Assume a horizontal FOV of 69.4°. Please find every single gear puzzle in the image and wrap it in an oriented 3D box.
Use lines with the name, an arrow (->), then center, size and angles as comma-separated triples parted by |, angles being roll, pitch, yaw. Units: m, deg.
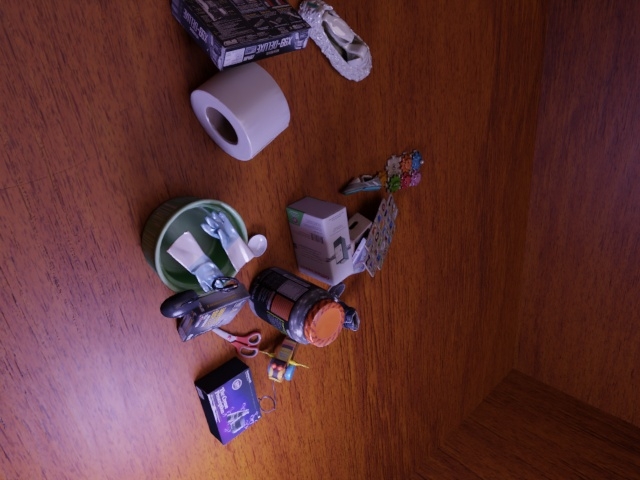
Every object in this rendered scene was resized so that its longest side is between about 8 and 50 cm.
gear puzzle -> 0.363, -0.307, 2.108 | 0.339, 0.044, 0.175 | -20, 119, -38

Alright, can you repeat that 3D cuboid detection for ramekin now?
ramekin -> -0.391, 0.008, 1.420 | 0.304, 0.148, 0.303 | -18, 117, -39

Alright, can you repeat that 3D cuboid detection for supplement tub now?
supplement tub -> -0.088, 0.239, 1.666 | 0.207, 0.338, 0.207 | -19, 118, -39

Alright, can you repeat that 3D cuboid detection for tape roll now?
tape roll -> -0.233, -0.382, 1.358 | 0.169, 0.246, 0.246 | -48, 132, -22

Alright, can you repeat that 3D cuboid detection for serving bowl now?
serving bowl -> -0.234, 0.016, 1.662 | 0.083, 0.027, 0.083 | -18, 117, -40

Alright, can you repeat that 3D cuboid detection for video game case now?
video game case -> 0.189, 0.065, 2.018 | 0.201, 0.023, 0.183 | -6, 127, -62

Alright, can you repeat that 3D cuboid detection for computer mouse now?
computer mouse -> -0.349, 0.164, 1.357 | 0.242, 0.041, 0.071 | -23, 104, -24

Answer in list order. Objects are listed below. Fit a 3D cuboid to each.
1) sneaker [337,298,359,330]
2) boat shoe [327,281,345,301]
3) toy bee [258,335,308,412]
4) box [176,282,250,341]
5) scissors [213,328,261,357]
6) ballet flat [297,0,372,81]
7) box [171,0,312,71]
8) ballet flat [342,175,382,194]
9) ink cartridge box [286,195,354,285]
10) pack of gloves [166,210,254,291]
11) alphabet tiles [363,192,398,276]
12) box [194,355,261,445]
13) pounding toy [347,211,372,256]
sneaker -> 0.066, 0.368, 1.993 | 0.226, 0.164, 0.086 | -49, 134, -18
boat shoe -> 0.050, 0.263, 2.005 | 0.206, 0.065, 0.075 | -46, 132, -22
toy bee -> -0.142, 0.486, 1.783 | 0.196, 0.298, 0.162 | 0, 141, -4
box -> -0.354, 0.238, 1.513 | 0.183, 0.056, 0.231 | -18, 160, -39
scissors -> -0.330, 0.373, 1.709 | 0.297, 0.021, 0.108 | 25, 89, -48
ballet flat -> 0.082, -0.690, 1.629 | 0.409, 0.147, 0.146 | 23, 89, -47
box -> -0.217, -0.617, 1.296 | 0.308, 0.242, 0.076 | -31, 165, -33
ballet flat -> 0.168, -0.236, 1.940 | 0.213, 0.072, 0.068 | -13, 86, -36
ink cartridge box -> 0.000, 0.000, 1.755 | 0.122, 0.211, 0.289 | -31, 126, -34
pack of gloves -> -0.308, 0.040, 1.372 | 0.195, 0.046, 0.232 | -49, 133, -20
alphabet tiles -> 0.268, -0.022, 2.032 | 0.342, 0.011, 0.285 | -67, 153, -16
box -> -0.340, 0.599, 1.731 | 0.184, 0.103, 0.261 | -30, 124, -36
pounding toy -> 0.159, -0.024, 1.990 | 0.181, 0.094, 0.206 | -45, 157, -23
